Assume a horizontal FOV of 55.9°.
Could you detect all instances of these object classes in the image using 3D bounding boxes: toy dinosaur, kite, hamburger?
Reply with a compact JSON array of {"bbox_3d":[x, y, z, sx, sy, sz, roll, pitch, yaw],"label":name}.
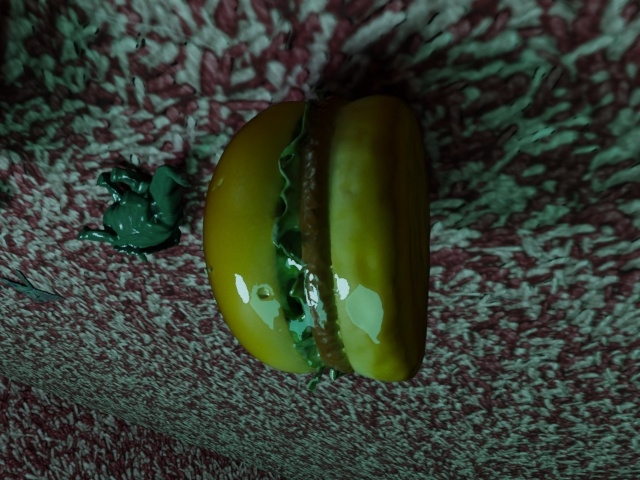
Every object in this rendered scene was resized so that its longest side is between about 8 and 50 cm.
[{"bbox_3d":[-0.217,-0.042,0.703,0.120,0.079,0.292,17,154,-11],"label":"toy dinosaur"},{"bbox_3d":[-0.575,0.096,1.203,0.137,0.005,0.152,18,151,-5],"label":"kite"},{"bbox_3d":[0.000,0.001,0.491,0.170,0.246,0.246,0,147,13],"label":"hamburger"}]
